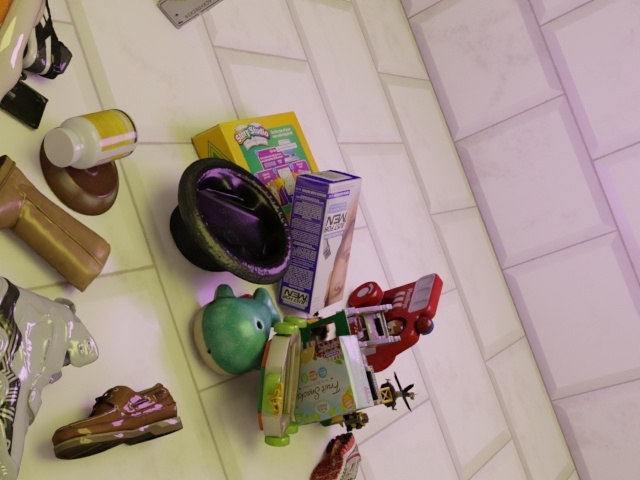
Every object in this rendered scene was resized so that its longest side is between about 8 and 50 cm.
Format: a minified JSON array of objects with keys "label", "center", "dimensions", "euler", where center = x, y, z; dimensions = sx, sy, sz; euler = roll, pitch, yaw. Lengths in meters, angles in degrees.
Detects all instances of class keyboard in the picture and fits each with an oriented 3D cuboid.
[{"label":"keyboard","center":[-0.611,-0.302,1.633],"dimensions":[0.180,0.023,0.108],"euler":[38,48,-41]}]

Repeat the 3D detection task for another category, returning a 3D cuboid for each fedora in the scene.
[{"label":"fedora","center":[-0.222,-0.023,1.924],"dimensions":[0.334,0.152,0.334],"euler":[30,45,-36]}]

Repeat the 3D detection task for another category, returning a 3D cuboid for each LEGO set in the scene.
[{"label":"LEGO set","center":[0.098,0.305,2.121],"dimensions":[0.192,0.255,0.331],"euler":[-3,65,-41]}]

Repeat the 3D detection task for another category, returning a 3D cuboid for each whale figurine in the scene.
[{"label":"whale figurine","center":[-0.161,0.189,1.894],"dimensions":[0.272,0.141,0.216],"euler":[-31,97,-56]}]

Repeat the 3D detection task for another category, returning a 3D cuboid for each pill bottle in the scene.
[{"label":"pill bottle","center":[-0.452,-0.198,1.661],"dimensions":[0.184,0.103,0.103],"euler":[-31,97,-60]}]

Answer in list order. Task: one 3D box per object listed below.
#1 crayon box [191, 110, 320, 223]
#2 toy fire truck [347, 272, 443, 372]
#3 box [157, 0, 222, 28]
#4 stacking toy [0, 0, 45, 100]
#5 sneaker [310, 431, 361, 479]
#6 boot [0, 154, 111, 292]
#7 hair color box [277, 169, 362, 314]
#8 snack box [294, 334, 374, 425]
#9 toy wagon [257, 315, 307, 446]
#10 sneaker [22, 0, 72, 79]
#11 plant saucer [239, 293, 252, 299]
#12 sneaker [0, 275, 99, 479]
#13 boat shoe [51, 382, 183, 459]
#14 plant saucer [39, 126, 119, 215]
[{"label":"crayon box","center":[-0.136,-0.164,2.202],"dimensions":[0.363,0.106,0.313],"euler":[-24,90,-59]},{"label":"toy fire truck","center":[0.208,0.221,2.342],"dimensions":[0.169,0.254,0.302],"euler":[54,33,-21]},{"label":"box","center":[-0.306,-0.700,2.224],"dimensions":[0.087,0.169,0.290],"euler":[47,37,-30]},{"label":"stacking toy","center":[-0.716,-0.358,1.322],"dimensions":[0.480,0.350,0.350],"euler":[24,49,-25]},{"label":"sneaker","center":[0.049,0.561,2.038],"dimensions":[0.092,0.088,0.225],"euler":[62,31,-12]},{"label":"boot","center":[-0.515,0.001,1.523],"dimensions":[0.269,0.089,0.236],"euler":[49,36,-30]},{"label":"hair color box","center":[0.000,0.000,2.148],"dimensions":[0.185,0.110,0.338],"euler":[-18,121,-60]},{"label":"snack box","center":[0.014,0.335,2.006],"dimensions":[0.070,0.207,0.174],"euler":[1,71,-45]},{"label":"toy wagon","center":[-0.088,0.311,1.850],"dimensions":[0.344,0.068,0.267],"euler":[-4,99,-82]},{"label":"sneaker","center":[-0.571,-0.429,1.736],"dimensions":[0.121,0.079,0.217],"euler":[28,54,-55]},{"label":"plant saucer","center":[-0.171,0.169,2.021],"dimensions":[0.083,0.013,0.083],"euler":[37,42,-42]},{"label":"sneaker","center":[-0.474,0.237,1.380],"dimensions":[0.210,0.137,0.365],"euler":[18,52,-49]},{"label":"boat shoe","center":[-0.376,0.322,1.526],"dimensions":[0.307,0.111,0.104],"euler":[12,57,-66]},{"label":"plant saucer","center":[-0.481,-0.149,1.723],"dimensions":[0.198,0.036,0.198],"euler":[37,41,-41]}]
